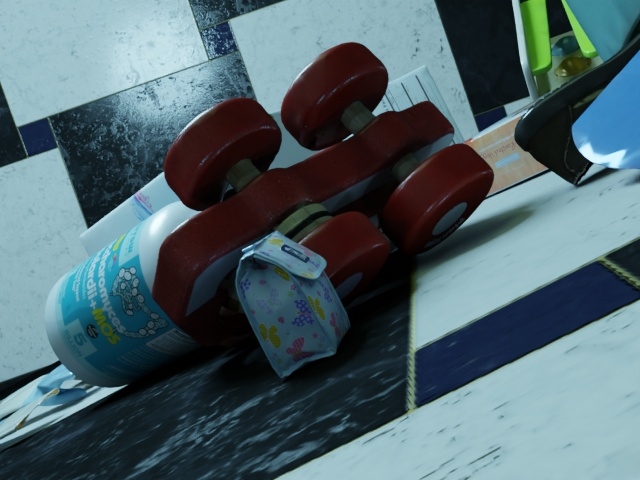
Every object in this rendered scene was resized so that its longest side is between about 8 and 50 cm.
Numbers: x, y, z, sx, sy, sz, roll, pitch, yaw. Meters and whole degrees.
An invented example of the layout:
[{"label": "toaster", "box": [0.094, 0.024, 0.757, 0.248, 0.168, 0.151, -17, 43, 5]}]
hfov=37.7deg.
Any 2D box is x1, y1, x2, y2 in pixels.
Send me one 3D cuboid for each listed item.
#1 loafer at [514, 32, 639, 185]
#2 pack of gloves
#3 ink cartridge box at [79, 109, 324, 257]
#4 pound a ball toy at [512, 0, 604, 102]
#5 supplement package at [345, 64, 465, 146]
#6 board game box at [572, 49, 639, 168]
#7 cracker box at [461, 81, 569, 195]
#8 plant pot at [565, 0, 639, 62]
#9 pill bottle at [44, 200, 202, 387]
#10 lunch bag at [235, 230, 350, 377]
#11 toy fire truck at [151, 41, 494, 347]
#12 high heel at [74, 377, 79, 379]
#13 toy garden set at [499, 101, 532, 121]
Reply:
[{"label": "loafer", "box": [0.262, -0.117, 0.736, 0.220, 0.078, 0.080, -35, -16, 12]}, {"label": "pack of gloves", "box": [-0.382, 0.232, 1.205, 0.232, 0.046, 0.195, -30, 13, 33]}, {"label": "ink cartridge box", "box": [-0.137, -0.043, 1.191, 0.278, 0.117, 0.201, -32, -1, 30]}, {"label": "pound a ball toy", "box": [0.407, -0.285, 1.388, 0.208, 0.136, 0.319, -17, 31, 18]}, {"label": "supplement package", "box": [0.138, -0.187, 1.803, 0.145, 0.204, 0.262, -30, 4, -20]}, {"label": "board game box", "box": [0.257, -0.099, 0.636, 0.169, 0.033, 0.133, -48, 28, -9]}, {"label": "cracker box", "box": [0.262, -0.130, 1.032, 0.232, 0.067, 0.155, -32, 4, -42]}, {"label": "plant pot", "box": [0.321, -0.307, 0.826, 0.293, 0.235, 0.293, -24, -25, -12]}, {"label": "pill bottle", "box": [-0.164, 0.051, 0.996, 0.264, 0.146, 0.146, -30, 1, 34]}, {"label": "lunch bag", "box": [-0.019, 0.036, 0.608, 0.053, 0.083, 0.071, -28, 2, 13]}, {"label": "toy fire truck", "box": [-0.011, -0.004, 0.811, 0.302, 0.169, 0.254, -32, -22, -31]}, {"label": "high heel", "box": [-0.360, 0.194, 1.412, 0.117, 0.082, 0.244, -59, 17, 5]}, {"label": "toy garden set", "box": [0.391, -0.220, 1.596, 0.244, 0.049, 0.204, -28, 5, 29]}]
